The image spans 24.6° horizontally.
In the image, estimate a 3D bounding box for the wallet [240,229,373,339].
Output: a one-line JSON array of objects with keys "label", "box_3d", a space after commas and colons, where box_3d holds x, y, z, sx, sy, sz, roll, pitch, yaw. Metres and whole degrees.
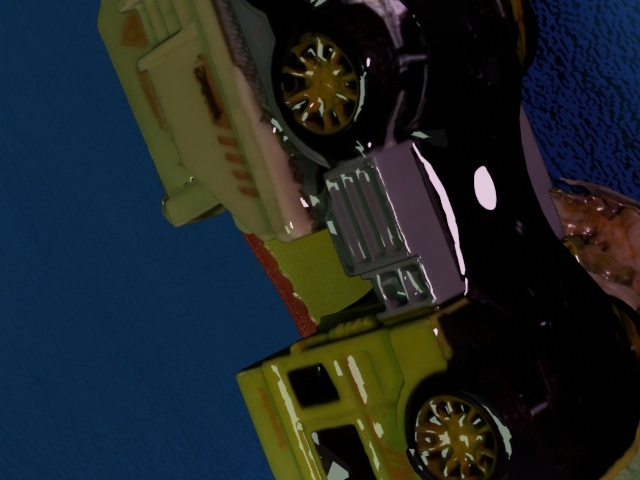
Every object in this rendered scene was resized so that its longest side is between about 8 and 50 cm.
[{"label": "wallet", "box_3d": [0.000, 0.000, 1.063, 0.141, 0.067, 0.241, -1, 127, 42]}]

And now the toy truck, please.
[{"label": "toy truck", "box_3d": [0.020, -0.027, 0.844, 0.254, 0.180, 0.405, -20, 92, 43]}]

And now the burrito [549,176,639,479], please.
[{"label": "burrito", "box_3d": [0.232, 0.106, 0.947, 0.175, 0.107, 0.348, -3, 123, 42]}]
